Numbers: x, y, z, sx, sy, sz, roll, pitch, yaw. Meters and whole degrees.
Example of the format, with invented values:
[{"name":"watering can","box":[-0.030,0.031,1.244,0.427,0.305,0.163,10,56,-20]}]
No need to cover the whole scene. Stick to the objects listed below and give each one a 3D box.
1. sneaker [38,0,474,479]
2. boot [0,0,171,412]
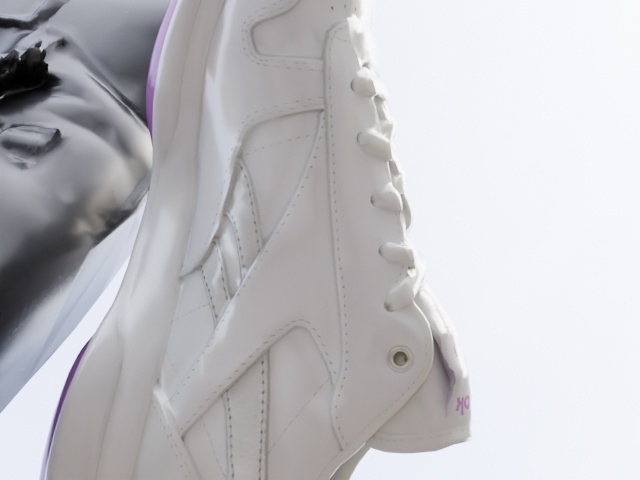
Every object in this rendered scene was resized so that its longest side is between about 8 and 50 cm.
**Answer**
[{"name":"sneaker","box":[0.000,0.000,0.461,0.152,0.114,0.305,15,-89,13]},{"name":"boot","box":[-0.254,-0.009,0.552,0.445,0.367,0.146,-54,-42,-46]}]
